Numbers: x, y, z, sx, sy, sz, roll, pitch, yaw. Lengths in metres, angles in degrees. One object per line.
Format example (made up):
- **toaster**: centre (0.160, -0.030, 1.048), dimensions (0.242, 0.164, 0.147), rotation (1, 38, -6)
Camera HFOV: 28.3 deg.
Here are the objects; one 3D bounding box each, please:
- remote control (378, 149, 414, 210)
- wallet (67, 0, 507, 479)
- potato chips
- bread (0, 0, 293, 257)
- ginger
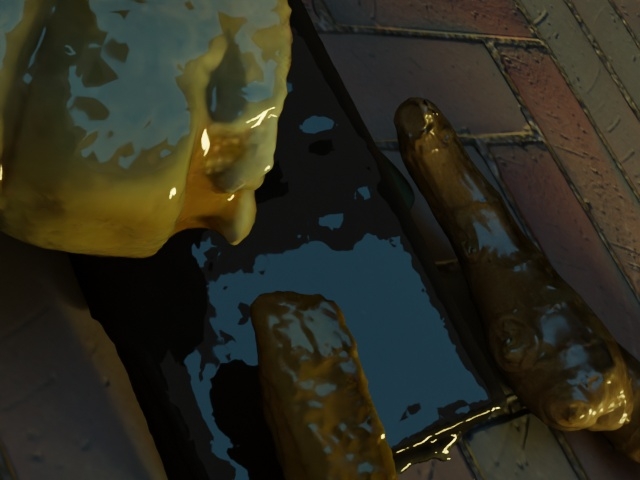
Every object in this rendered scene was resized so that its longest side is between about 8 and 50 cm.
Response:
- **remote control**: centre (0.000, 0.000, 0.811), dimensions (0.072, 0.042, 0.222), rotation (47, 37, -1)
- **wallet**: centre (-0.054, -0.031, 0.718), dimensions (0.197, 0.051, 0.377), rotation (-19, 72, -23)
- **potato chips**: centre (0.044, 0.219, 0.602), dimensions (0.057, 0.080, 0.407), rotation (-15, 79, -12)
- **bread**: centre (-0.189, -0.135, 0.573), dimensions (0.341, 0.210, 0.300), rotation (-2, 83, -23)
- **ginger**: centre (0.149, 0.043, 0.897), dimensions (0.334, 0.081, 0.148), rotation (55, 35, 0)
